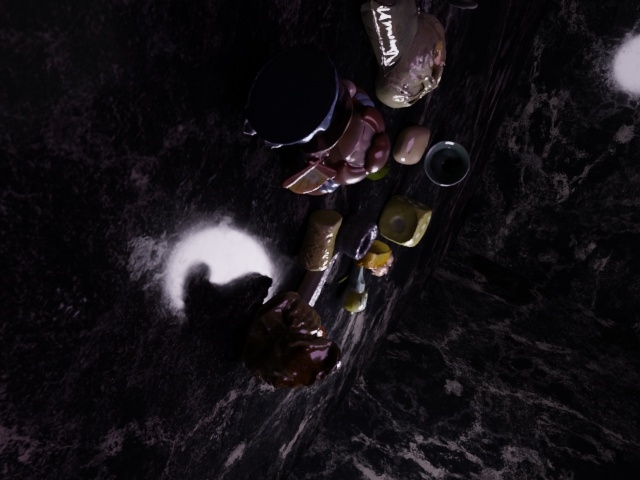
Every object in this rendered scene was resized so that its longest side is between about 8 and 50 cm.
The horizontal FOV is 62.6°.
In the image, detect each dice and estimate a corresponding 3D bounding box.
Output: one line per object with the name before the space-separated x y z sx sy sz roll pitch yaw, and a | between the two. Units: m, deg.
dice | 0.347 -0.083 2.169 0.169 0.169 0.166 -20 135 -61

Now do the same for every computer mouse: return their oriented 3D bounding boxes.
computer mouse | 0.343 -0.352 1.935 0.236 0.081 0.145 -20 134 -60

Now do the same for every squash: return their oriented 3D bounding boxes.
squash | 0.163 -0.235 1.672 0.071 0.080 0.318 -27 168 19

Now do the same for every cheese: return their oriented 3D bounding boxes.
cheese | 0.000 0.000 1.551 0.123 0.093 0.167 -28 142 -53

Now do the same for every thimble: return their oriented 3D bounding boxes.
thimble | 0.125 -0.014 1.829 0.150 0.097 0.150 -48 157 -29

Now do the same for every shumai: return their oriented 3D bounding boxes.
shumai | -0.060 0.340 1.533 0.266 0.262 0.314 -24 132 -34

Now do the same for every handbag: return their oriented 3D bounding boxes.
handbag | 0.171 -0.536 1.238 0.183 0.117 0.270 -66 160 -10

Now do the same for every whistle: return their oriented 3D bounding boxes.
whistle | 0.136 0.201 2.153 0.123 0.122 0.223 -29 130 -56

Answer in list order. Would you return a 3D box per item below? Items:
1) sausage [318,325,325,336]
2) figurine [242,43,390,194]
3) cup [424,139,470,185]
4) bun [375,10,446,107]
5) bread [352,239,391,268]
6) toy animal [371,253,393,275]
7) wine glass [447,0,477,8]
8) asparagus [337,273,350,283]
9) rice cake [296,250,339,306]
sausage | -0.031 0.331 1.928 0.089 0.089 0.179 -59 158 -7
figurine | 0.004 -0.231 1.104 0.277 0.248 0.388 -61 151 7
cup | 0.558 -0.344 2.366 0.199 0.199 0.150 -63 177 6
bun | 0.272 -0.496 1.482 0.287 0.146 0.287 -52 160 -29
bread | 0.213 0.061 2.138 0.245 0.102 0.095 -13 128 -66
toy animal | 0.286 0.106 2.422 0.150 0.089 0.084 -48 136 -25
wine glass | 0.484 -0.791 1.473 0.096 0.264 0.310 -10 136 -18
asparagus | 0.096 0.150 2.099 0.015 0.014 0.114 -33 175 31
rice cake | -0.049 0.184 1.707 0.365 0.072 0.056 -61 157 1
